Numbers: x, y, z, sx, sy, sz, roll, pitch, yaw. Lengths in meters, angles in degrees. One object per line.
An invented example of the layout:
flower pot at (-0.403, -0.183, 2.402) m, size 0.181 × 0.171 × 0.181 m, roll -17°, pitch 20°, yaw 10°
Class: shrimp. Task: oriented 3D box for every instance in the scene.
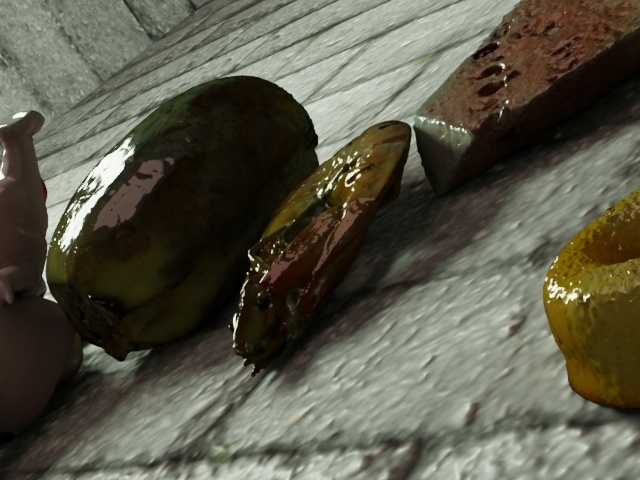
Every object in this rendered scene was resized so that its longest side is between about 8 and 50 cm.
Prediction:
shrimp at (-0.001, 0.000, 1.013) m, size 0.145 × 0.061 × 0.267 m, roll -33°, pitch 14°, yaw 41°

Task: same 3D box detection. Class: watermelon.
watermelon at (0.171, -0.123, 1.040) m, size 0.241 × 0.094 × 0.154 m, roll -36°, pitch 25°, yaw -1°

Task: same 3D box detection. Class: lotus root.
lotus root at (-0.111, -0.032, 1.170) m, size 0.160 × 0.152 × 0.275 m, roll 5°, pitch 41°, yaw 46°

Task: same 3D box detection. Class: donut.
donut at (0.170, 0.012, 0.660) m, size 0.152 × 0.058 × 0.152 m, roll -30°, pitch 14°, yaw 8°

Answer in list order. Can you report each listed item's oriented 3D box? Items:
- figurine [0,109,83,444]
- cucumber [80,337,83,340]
figurine at (-0.265, 0.048, 1.198) m, size 0.176 × 0.186 × 0.287 m, roll -16°, pitch 58°, yaw 38°
cucumber at (-0.238, 0.086, 1.310) m, size 0.163 × 0.043 × 0.039 m, roll -33°, pitch -27°, yaw -5°
